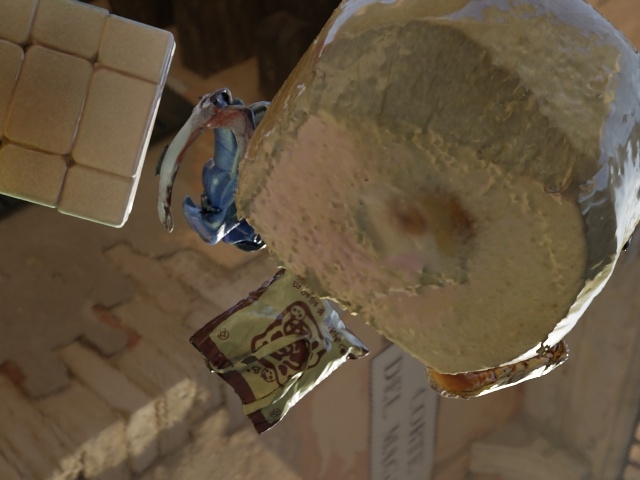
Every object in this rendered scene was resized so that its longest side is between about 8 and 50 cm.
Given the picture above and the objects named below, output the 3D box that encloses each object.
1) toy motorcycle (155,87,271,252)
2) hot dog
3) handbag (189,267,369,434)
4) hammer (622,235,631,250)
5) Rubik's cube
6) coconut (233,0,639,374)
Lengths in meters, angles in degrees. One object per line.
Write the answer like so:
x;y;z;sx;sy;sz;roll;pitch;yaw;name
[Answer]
-0.188;-0.128;2.051;0.241;0.182;0.319;9;-68;-3;toy motorcycle
0.276;0.182;1.706;0.069;0.253;0.131;106;-34;-48;hot dog
-0.060;0.163;1.695;0.213;0.235;0.127;57;-21;-17;handbag
0.332;-0.024;1.171;0.021;0.178;0.065;18;-71;12;hammer
-0.425;-0.219;1.743;0.322;0.316;0.318;-141;-113;-81;Rubik's cube
0.147;-0.102;1.077;0.405;0.405;0.404;31;-42;33;coconut
